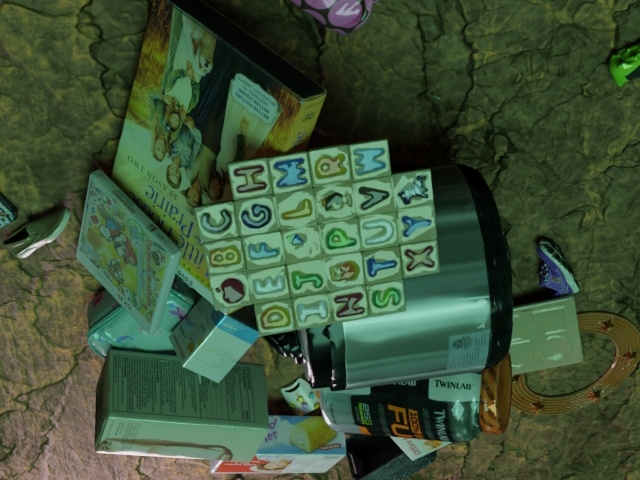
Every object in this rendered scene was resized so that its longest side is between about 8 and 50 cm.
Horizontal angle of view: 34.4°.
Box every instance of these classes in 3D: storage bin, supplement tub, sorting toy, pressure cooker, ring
[{"bbox_3d":[0.156,0.468,2.310,0.180,0.122,0.084,-35,130,17],"label":"storage bin"},{"bbox_3d":[0.183,0.273,1.963,0.338,0.207,0.207,1,137,21],"label":"supplement tub"},{"bbox_3d":[0.449,0.201,2.187,0.193,0.038,0.208,-12,128,8],"label":"sorting toy"},{"bbox_3d":[0.084,0.064,1.748,0.421,0.375,0.369,-8,98,-3],"label":"pressure cooker"},{"bbox_3d":[0.564,0.287,2.319,0.337,0.032,0.336,-8,132,-9],"label":"ring"},{"bbox_3d":[-0.044,0.330,2.198,0.083,0.045,0.075,-32,112,14],"label":"sorting toy"}]

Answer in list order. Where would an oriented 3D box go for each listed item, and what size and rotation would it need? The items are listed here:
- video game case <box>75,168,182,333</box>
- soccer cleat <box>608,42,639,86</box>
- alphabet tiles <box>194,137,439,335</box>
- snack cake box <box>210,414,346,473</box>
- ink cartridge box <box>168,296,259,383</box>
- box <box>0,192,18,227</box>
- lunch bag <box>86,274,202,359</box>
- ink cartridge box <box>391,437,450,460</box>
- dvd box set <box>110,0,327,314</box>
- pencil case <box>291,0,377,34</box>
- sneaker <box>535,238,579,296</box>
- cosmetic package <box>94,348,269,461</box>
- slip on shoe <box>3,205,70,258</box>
[{"bbox_3d":[-0.326,0.023,1.725,0.026,0.206,0.227,-33,159,-38],"label":"video game case"},{"bbox_3d":[0.582,-0.320,1.767,0.179,0.060,0.072,-20,143,12],"label":"soccer cleat"},{"bbox_3d":[0.000,0.000,1.505,0.343,0.011,0.285,-9,117,-3],"label":"alphabet tiles"},{"bbox_3d":[-0.094,0.437,2.209,0.264,0.089,0.152,4,154,-18],"label":"snack cake box"},{"bbox_3d":[-0.194,0.175,1.832,0.090,0.092,0.143,33,103,-38],"label":"ink cartridge box"},{"bbox_3d":[-0.589,-0.043,1.723,0.137,0.027,0.094,-27,131,10],"label":"box"},{"bbox_3d":[-0.287,0.170,1.937,0.224,0.108,0.279,-37,130,18],"label":"lunch bag"},{"bbox_3d":[0.239,0.315,2.163,0.233,0.168,0.171,-27,133,11],"label":"ink cartridge box"},{"bbox_3d":[-0.179,-0.131,1.588,0.062,0.308,0.420,-27,149,-46],"label":"dvd box set"},{"bbox_3d":[-0.012,-0.393,1.519,0.209,0.095,0.098,27,155,-35],"label":"pencil case"},{"bbox_3d":[0.465,0.064,2.071,0.071,0.068,0.170,-24,133,15],"label":"sneaker"},{"bbox_3d":[-0.256,0.307,1.900,0.296,0.153,0.129,9,136,-18],"label":"cosmetic package"},{"bbox_3d":[-0.483,-0.019,1.759,0.135,0.051,0.041,-31,134,24],"label":"slip on shoe"}]
